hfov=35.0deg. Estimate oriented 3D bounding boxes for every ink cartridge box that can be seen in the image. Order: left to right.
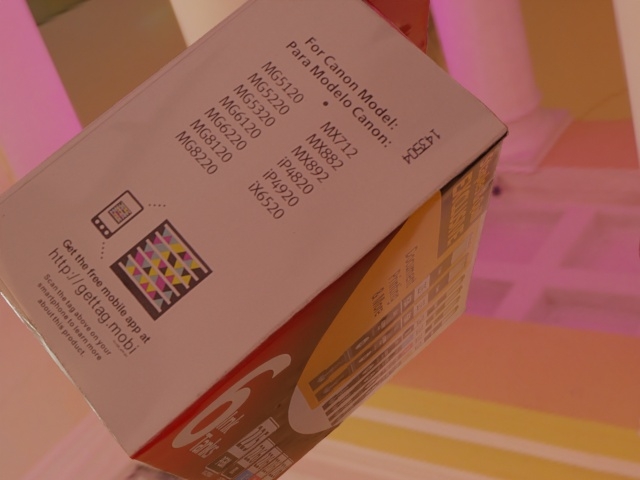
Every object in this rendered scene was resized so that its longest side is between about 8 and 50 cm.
[{"bbox_3d":[0.000,0.000,0.561,0.272,0.309,0.130,-41,-106,-8],"label":"ink cartridge box"}]

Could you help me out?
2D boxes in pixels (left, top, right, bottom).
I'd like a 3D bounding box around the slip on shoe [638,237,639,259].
[{"bbox_3d":[0.193,0.006,0.433,0.123,0.331,0.101,42,-78,19],"label":"slip on shoe"}]
